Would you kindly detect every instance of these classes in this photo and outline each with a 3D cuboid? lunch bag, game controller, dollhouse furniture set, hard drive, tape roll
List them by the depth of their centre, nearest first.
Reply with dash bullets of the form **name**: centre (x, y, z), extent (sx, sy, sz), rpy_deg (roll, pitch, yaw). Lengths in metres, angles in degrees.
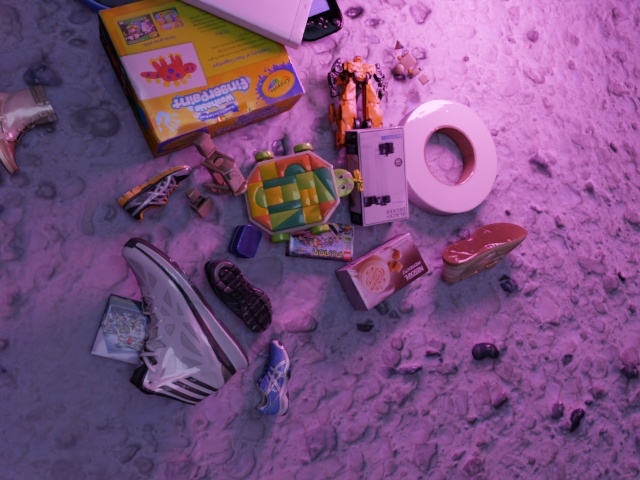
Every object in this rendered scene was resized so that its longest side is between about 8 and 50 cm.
- **dollhouse furniture set**: centre (-0.299, -0.163, 1.527), extent (0.101, 0.182, 0.161), rpy_deg (27, 71, 25)
- **hard drive**: centre (-0.195, -0.697, 1.544), extent (0.352, 0.047, 0.233), rpy_deg (18, 76, -18)
- **lunch bag**: centre (-0.218, 0.007, 1.614), extent (0.067, 0.065, 0.099), rpy_deg (30, 72, -32)
- **game controller**: centre (-0.053, -0.785, 1.774), extent (0.166, 0.067, 0.319), rpy_deg (-26, 93, -22)
- **tape roll**: centre (0.418, -0.278, 1.896), extent (0.391, 0.072, 0.392), rpy_deg (2, 83, -21)

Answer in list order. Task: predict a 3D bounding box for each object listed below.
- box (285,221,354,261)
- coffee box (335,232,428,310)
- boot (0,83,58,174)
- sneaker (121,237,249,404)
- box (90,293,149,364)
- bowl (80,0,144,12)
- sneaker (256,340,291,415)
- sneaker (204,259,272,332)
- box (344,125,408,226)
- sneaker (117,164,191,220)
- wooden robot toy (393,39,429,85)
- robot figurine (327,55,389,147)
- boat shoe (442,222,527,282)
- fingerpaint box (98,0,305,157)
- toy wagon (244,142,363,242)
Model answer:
- **box**: centre (0.000, 0.000, 1.715), extent (0.206, 0.036, 0.114), rpy_deg (5, 82, -21)
- **coffee box**: centre (0.190, 0.096, 1.744), extent (0.246, 0.098, 0.141), rpy_deg (-29, 94, -22)
- **boot**: centre (-0.751, -0.286, 1.434), extent (0.165, 0.077, 0.213), rpy_deg (-18, 88, -24)
- **sneaker**: centre (-0.402, 0.225, 1.408), extent (0.257, 0.169, 0.448), rpy_deg (-41, 101, -23)
- **box**: centre (-0.465, 0.248, 1.497), extent (0.233, 0.044, 0.159), rpy_deg (19, 77, -18)
- **bowl**: centre (-0.549, -0.804, 1.575), extent (0.390, 0.077, 0.391), rpy_deg (3, 83, -21)
- **sneaker**: centre (-0.134, 0.389, 1.592), extent (0.081, 0.080, 0.211), rpy_deg (3, 81, -24)
- **sneaker**: centre (-0.228, 0.149, 1.581), extent (0.101, 0.106, 0.267), rpy_deg (-46, 121, -25)
- **box**: centre (0.176, -0.199, 1.738), extent (0.169, 0.087, 0.290), rpy_deg (-9, 105, -22)
- **sneaker**: centre (-0.439, -0.134, 1.539), extent (0.214, 0.084, 0.083), rpy_deg (-35, 99, -12)
- **wooden robot toy**: centre (0.285, -0.582, 1.896), extent (0.079, 0.076, 0.173), rpy_deg (-38, 100, 15)
- **robot figurine**: centre (0.114, -0.437, 1.787), extent (0.211, 0.085, 0.291), rpy_deg (1, 84, -22)
- **boat shoe**: centre (0.546, 0.038, 1.897), extent (0.341, 0.121, 0.110), rpy_deg (-20, 128, -20)
- **fingerpaint box**: centre (-0.327, -0.486, 1.577), extent (0.444, 0.163, 0.371), rpy_deg (-26, 92, -22)
- **toy wagon**: centre (-0.046, -0.147, 1.637), extent (0.344, 0.068, 0.267), rpy_deg (-12, 84, 3)
